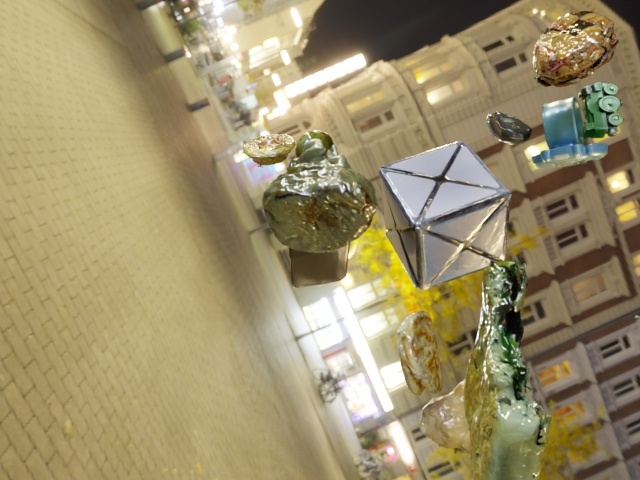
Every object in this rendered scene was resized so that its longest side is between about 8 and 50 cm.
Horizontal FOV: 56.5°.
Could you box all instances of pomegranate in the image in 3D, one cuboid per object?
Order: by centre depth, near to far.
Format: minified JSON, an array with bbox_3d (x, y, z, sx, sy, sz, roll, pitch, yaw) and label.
[{"bbox_3d":[-0.011,-0.238,1.638,0.142,0.115,0.114,63,2,-73],"label":"pomegranate"}]

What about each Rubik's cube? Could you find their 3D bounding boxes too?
[{"bbox_3d":[0.311,-0.068,1.535,0.254,0.260,0.259,-116,-168,-45],"label":"Rubik's cube"}]

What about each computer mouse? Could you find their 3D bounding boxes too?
[{"bbox_3d":[0.584,-0.343,1.851,0.192,0.106,0.062,-107,-160,-54],"label":"computer mouse"}]

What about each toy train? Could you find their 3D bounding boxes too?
[{"bbox_3d":[0.803,-0.375,1.712,0.071,0.105,0.178,63,27,-64],"label":"toy train"}]

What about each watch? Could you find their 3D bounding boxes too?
[{"bbox_3d":[0.716,-0.320,1.745,0.211,0.211,0.193,81,5,-84],"label":"watch"}]

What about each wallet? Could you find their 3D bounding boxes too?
[{"bbox_3d":[0.000,0.000,1.793,0.377,0.197,0.051,94,-15,-45],"label":"wallet"}]

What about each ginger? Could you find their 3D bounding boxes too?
[{"bbox_3d":[0.294,0.362,1.309,0.115,0.123,0.193,113,1,-62],"label":"ginger"}]

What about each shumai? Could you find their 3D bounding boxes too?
[{"bbox_3d":[0.003,-0.108,1.365,0.189,0.256,0.218,79,10,-47],"label":"shumai"}]

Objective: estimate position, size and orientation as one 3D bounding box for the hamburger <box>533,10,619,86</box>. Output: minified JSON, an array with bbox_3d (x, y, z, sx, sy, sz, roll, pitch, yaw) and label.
[{"bbox_3d":[0.654,-0.497,1.553,0.107,0.231,0.231,49,8,-31],"label":"hamburger"}]

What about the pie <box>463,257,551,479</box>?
[{"bbox_3d":[0.270,0.217,0.899,0.296,0.078,0.371,90,9,-49],"label":"pie"}]

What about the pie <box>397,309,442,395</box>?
[{"bbox_3d":[0.215,0.245,1.302,0.205,0.084,0.178,18,61,-72],"label":"pie"}]

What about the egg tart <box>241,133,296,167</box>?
[{"bbox_3d":[-0.120,-0.208,1.378,0.130,0.131,0.052,-116,-164,-58],"label":"egg tart"}]

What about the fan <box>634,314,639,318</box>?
[{"bbox_3d":[0.664,0.158,1.205,0.004,0.083,0.055,-173,-90,-66],"label":"fan"}]
